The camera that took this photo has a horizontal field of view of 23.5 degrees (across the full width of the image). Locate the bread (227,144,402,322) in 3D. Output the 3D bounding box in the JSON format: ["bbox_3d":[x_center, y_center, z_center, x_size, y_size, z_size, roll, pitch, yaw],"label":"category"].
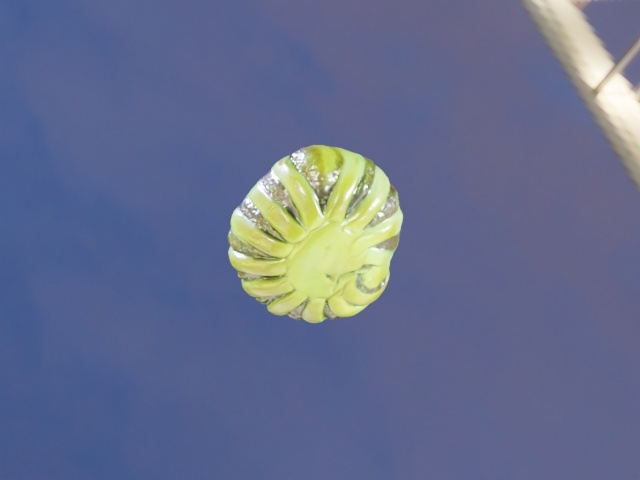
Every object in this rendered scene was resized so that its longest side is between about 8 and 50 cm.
[{"bbox_3d":[0.000,0.000,1.131,0.130,0.139,0.071,24,-154,-22],"label":"bread"}]
